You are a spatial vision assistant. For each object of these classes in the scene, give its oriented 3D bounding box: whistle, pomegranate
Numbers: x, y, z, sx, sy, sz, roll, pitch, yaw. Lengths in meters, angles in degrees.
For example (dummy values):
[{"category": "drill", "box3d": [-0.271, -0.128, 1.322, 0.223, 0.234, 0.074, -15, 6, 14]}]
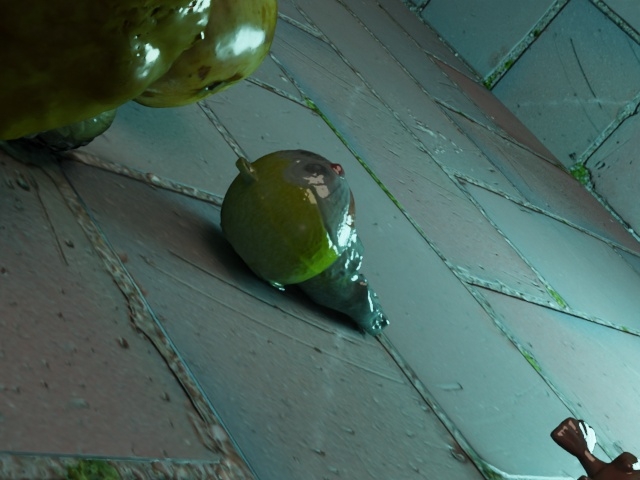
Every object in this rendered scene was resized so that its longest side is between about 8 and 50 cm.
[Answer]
[{"category": "whistle", "box3d": [0.000, 0.000, 1.039, 0.223, 0.123, 0.123, 47, 11, -34]}, {"category": "pomegranate", "box3d": [-0.143, -0.225, 1.129, 0.207, 0.207, 0.207, 36, 18, -14]}]

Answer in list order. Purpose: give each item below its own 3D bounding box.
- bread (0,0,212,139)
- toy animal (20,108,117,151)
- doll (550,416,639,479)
[{"category": "bread", "box3d": [-0.222, -0.258, 0.710, 0.398, 0.398, 0.215, 32, 28, -25]}, {"category": "toy animal", "box3d": [-0.209, -0.107, 0.922, 0.098, 0.137, 0.098, 8, 63, -16]}, {"category": "doll", "box3d": [0.298, 0.261, 1.046, 0.211, 0.093, 0.262, 4, 43, -53]}]
